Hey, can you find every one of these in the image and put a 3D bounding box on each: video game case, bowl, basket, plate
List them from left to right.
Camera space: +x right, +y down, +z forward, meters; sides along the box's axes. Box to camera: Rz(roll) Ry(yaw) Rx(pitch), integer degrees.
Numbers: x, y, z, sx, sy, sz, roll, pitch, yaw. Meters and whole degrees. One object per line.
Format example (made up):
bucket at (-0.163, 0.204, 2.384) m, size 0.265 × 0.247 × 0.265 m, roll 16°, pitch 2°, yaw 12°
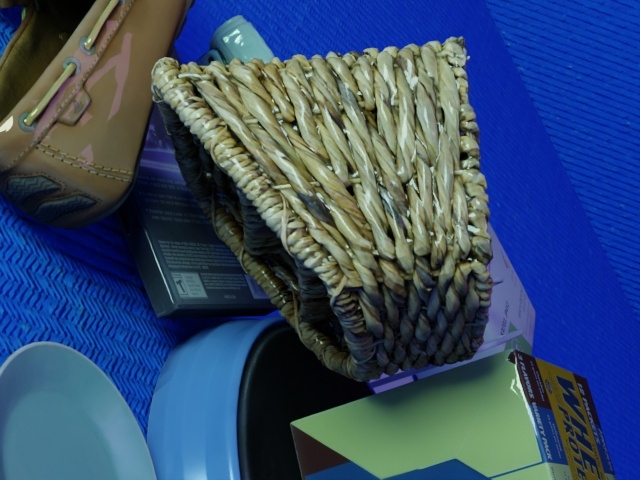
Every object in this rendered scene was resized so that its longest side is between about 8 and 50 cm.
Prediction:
plate at (-0.170, 0.160, 0.926) m, size 0.188 × 0.024 × 0.188 m, roll 49°, pitch 29°, yaw -40°
video game case at (-0.133, -0.062, 1.194) m, size 0.196 × 0.026 × 0.274 m, roll 6°, pitch 58°, yaw -66°
bowl at (-0.004, 0.245, 1.168) m, size 0.391 × 0.077 × 0.391 m, roll 51°, pitch 27°, yaw -38°
basket at (0.000, 0.000, 1.036) m, size 0.299 × 0.223 × 0.213 m, roll 96°, pitch -12°, yaw -76°

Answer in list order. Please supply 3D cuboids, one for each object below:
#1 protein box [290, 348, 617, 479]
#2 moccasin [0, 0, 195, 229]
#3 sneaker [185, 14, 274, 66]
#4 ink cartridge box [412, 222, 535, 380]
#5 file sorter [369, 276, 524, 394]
protein box at (0.118, 0.193, 1.129) m, size 0.201 × 0.199 × 0.136 m, roll 24°, pitch 49°, yaw -61°
moccasin at (-0.188, -0.192, 1.061) m, size 0.147 × 0.139 × 0.380 m, roll 39°, pitch 52°, yaw -37°
sneaker at (-0.043, -0.138, 1.268) m, size 0.094 × 0.256 × 0.151 m, roll -34°, pitch 103°, yaw -28°
ink cartridge box at (0.133, 0.013, 1.656) m, size 0.353 × 0.119 × 0.207 m, roll 60°, pitch 23°, yaw -20°
file sorter at (0.143, 0.188, 1.444) m, size 0.193 × 0.173 × 0.278 m, roll -2°, pitch 71°, yaw -68°
